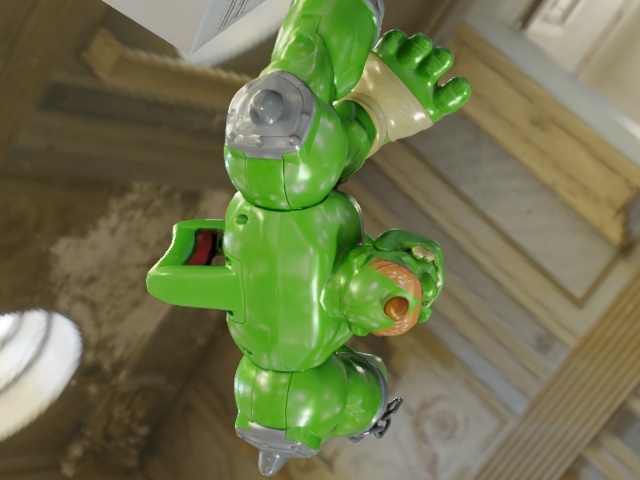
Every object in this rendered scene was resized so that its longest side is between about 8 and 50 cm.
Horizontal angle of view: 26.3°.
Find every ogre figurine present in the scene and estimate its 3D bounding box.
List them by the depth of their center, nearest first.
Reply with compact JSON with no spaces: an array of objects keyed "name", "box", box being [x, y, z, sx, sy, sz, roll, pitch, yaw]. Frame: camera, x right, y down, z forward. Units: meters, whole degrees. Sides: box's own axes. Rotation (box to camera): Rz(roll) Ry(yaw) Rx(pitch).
[{"name":"ogre figurine","box":[0.000,0.000,0.494,0.097,0.197,0.118,25,-150,8]}]

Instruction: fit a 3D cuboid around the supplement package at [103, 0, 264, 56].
[{"name":"supplement package","box":[-0.097,-0.266,0.944,0.194,0.149,0.203,33,-143,7]}]
